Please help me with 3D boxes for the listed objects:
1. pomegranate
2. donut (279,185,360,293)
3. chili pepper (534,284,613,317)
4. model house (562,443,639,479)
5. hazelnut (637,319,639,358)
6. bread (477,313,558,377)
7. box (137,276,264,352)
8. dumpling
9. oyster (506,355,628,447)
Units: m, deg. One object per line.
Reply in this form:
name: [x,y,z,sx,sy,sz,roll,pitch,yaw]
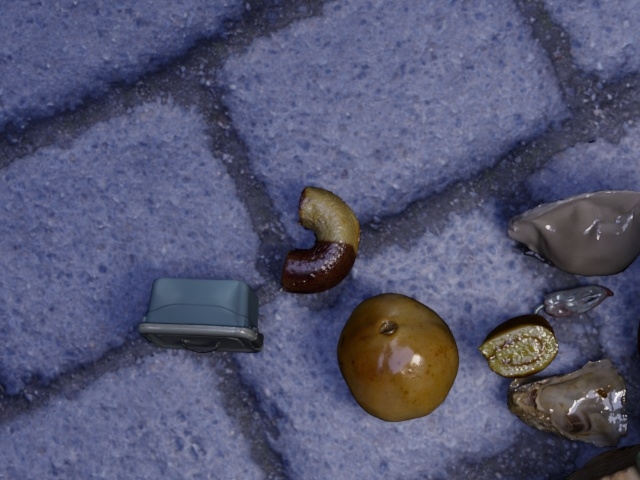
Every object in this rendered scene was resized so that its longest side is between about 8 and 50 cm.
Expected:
pomegranate: [0.138,0.214,1.739,0.233,0.233,0.233,-1,82,7]
donut: [0.000,-0.002,1.856,0.141,0.085,0.217,8,81,9]
chili pepper: [0.475,0.114,1.799,0.153,0.041,0.050,-11,122,7]
model house: [0.629,0.496,1.477,0.400,0.395,0.445,-43,68,43]
hazelnut: [0.721,0.175,1.607,0.366,0.366,0.365,-1,82,7]
bread: [0.362,0.192,1.730,0.132,0.172,0.103,-24,84,11]
box: [-0.222,0.150,1.830,0.227,0.162,0.130,3,72,8]
dumpling: [0.490,-0.012,1.734,0.293,0.204,0.163,1,93,-1]
oyster: [0.447,0.296,1.757,0.233,0.107,0.161,3,77,-10]
